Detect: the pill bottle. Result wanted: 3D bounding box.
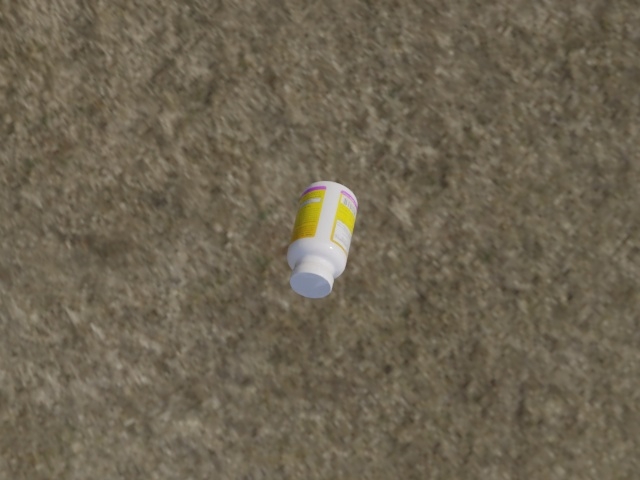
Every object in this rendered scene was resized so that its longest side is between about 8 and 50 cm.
[{"bbox_3d":[0.000,0.000,0.882,0.043,0.083,0.043,8,141,7],"label":"pill bottle"}]
